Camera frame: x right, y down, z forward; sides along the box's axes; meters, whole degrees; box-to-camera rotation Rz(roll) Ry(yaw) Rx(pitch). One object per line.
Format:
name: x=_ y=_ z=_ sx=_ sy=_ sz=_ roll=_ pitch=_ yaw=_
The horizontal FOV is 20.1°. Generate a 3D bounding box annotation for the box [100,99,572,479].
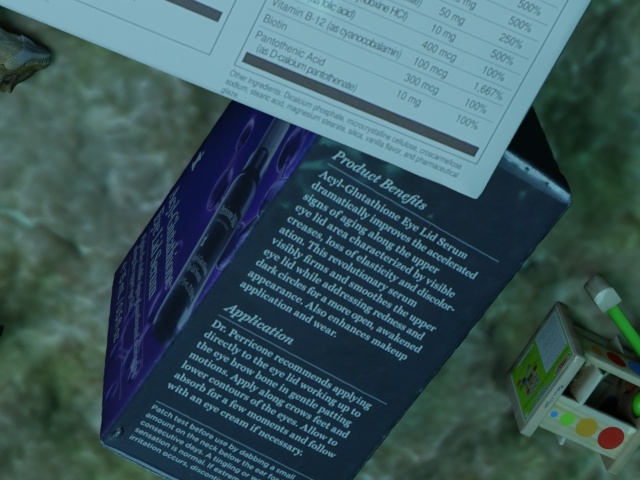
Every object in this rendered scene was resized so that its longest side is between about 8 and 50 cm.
box: x=0.000 y=0.000 z=0.805 sx=0.108 sy=0.153 sz=0.207 roll=29 pitch=111 yaw=-17

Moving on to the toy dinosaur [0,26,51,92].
toy dinosaur: x=-0.179 y=-0.146 z=0.762 sx=0.112 sy=0.064 sz=0.211 roll=-35 pitch=115 yaw=15

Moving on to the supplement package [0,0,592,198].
supplement package: x=-0.016 y=-0.166 z=0.651 sx=0.204 sy=0.262 sz=0.145 roll=21 pitch=114 yaw=-15

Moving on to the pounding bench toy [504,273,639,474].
pounding bench toy: x=0.145 y=0.064 z=0.906 sx=0.065 sy=0.052 sz=0.083 roll=25 pitch=113 yaw=-16
